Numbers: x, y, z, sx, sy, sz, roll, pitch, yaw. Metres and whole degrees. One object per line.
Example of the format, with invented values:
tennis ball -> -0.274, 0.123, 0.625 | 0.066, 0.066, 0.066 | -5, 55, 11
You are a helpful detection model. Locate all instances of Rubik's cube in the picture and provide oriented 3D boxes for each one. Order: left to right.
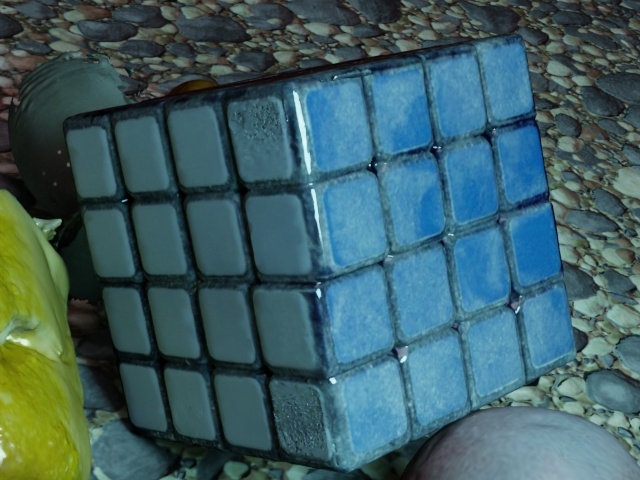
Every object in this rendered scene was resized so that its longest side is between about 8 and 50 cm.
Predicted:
Rubik's cube -> 0.000, 0.000, 1.210 | 0.344, 0.337, 0.343 | -17, 11, -41

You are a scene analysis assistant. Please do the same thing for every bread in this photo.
bread -> -0.370, 0.107, 1.079 | 0.361, 0.250, 0.394 | 0, 35, -22
bread -> -0.169, -0.194, 1.808 | 0.126, 0.044, 0.129 | 9, 30, -11

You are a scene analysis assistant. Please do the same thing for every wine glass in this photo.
wine glass -> -0.261, -0.077, 1.459 | 0.190, 0.190, 0.357 | 0, 36, -22

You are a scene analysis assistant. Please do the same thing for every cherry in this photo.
cherry -> 0.166, 0.249, 1.114 | 0.239, 0.206, 0.239 | -9, 56, 14
